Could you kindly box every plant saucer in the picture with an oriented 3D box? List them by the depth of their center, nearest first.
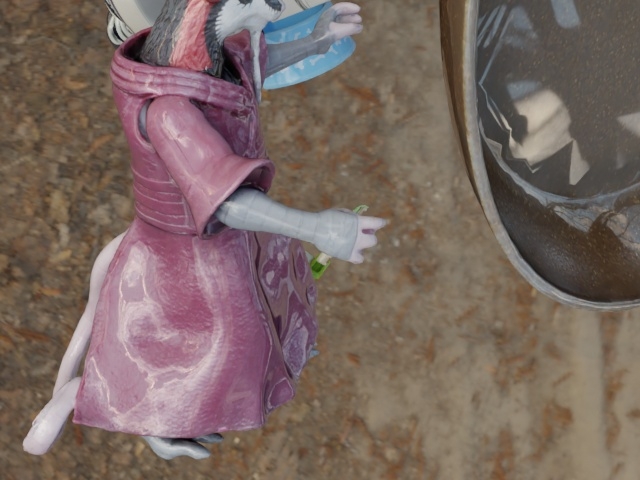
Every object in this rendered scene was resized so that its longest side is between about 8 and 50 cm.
[{"bbox_3d":[0.143,-0.123,0.366,0.310,0.050,0.311,-26,132,-32],"label":"plant saucer"}]

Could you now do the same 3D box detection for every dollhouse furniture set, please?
[{"bbox_3d":[0.000,0.000,1.548,0.058,0.076,0.152,35,59,4],"label":"dollhouse furniture set"}]

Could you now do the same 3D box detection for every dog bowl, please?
[{"bbox_3d":[-0.096,-0.275,1.513,0.166,0.297,0.074,-51,131,-46],"label":"dog bowl"}]

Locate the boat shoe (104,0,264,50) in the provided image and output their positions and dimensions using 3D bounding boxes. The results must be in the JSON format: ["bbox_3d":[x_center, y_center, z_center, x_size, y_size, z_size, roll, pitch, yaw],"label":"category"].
[{"bbox_3d":[-0.193,-0.252,1.207,0.340,0.158,0.127,14,78,-70],"label":"boat shoe"}]

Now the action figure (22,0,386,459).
[{"bbox_3d":[-0.093,-0.045,0.786,0.275,0.248,0.370,-4,121,3],"label":"action figure"}]

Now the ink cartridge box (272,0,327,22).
[{"bbox_3d":[-0.041,-0.312,1.214,0.104,0.180,0.060,39,54,-37],"label":"ink cartridge box"}]
